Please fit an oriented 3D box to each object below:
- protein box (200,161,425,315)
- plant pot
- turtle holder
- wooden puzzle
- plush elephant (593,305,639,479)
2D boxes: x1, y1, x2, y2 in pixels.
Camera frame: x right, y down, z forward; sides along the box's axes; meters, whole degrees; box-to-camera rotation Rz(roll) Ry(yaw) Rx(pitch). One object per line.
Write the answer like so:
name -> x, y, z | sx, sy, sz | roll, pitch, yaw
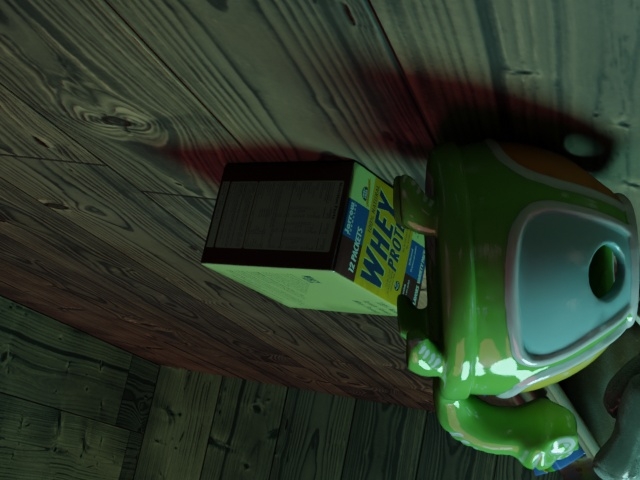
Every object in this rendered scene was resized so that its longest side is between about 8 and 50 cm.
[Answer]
protein box -> 0.000, 0.000, 1.348 | 0.201, 0.136, 0.199 | 2, 162, 36
plant pot -> 0.471, 0.253, 1.655 | 0.215, 0.231, 0.215 | -5, 165, -1
turtle holder -> 0.192, 0.058, 1.064 | 0.227, 0.321, 0.243 | -3, 163, 1
wooden puzzle -> 0.319, 0.250, 1.692 | 0.080, 0.348, 0.322 | -26, 166, -4
plush elephant -> 0.533, 0.180, 1.429 | 0.271, 0.330, 0.255 | 2, -174, 41
